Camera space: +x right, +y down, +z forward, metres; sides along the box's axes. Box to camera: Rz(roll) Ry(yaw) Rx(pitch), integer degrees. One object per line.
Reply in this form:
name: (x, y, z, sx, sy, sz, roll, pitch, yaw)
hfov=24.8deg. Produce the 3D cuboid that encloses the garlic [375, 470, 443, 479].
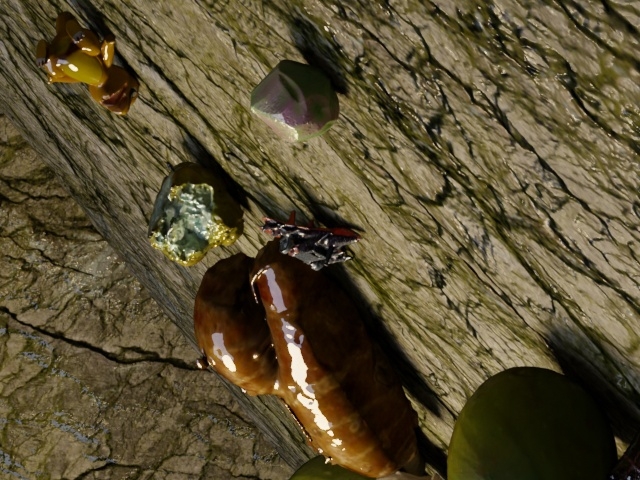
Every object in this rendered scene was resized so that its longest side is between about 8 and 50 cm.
garlic: (0.172, 0.460, 2.284, 0.229, 0.143, 0.178, 23, 156, -10)

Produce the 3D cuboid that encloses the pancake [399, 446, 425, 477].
pancake: (0.031, 0.255, 2.388, 0.387, 0.082, 0.387, 42, 169, 10)

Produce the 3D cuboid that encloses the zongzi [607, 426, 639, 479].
zongzi: (0.332, 0.231, 1.409, 0.083, 0.067, 0.073, 14, 139, 39)

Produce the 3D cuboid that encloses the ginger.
ginger: (-0.027, 0.177, 2.061, 0.254, 0.176, 0.418, -17, 121, 36)

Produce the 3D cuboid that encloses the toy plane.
toy plane: (-0.002, 0.003, 1.819, 0.130, 0.061, 0.189, 29, 174, -26)

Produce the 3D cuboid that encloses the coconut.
coconut: (-0.021, -0.139, 1.449, 0.082, 0.081, 0.083, 43, -155, -19)

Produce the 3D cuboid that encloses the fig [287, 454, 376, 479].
fig: (0.070, 0.510, 2.571, 0.316, 0.316, 0.316, 45, 167, 14)

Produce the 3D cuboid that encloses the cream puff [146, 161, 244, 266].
cream puff: (-0.182, -0.037, 2.154, 0.156, 0.156, 0.121, 51, -162, -8)

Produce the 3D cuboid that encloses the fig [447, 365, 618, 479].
fig: (0.219, 0.231, 1.465, 0.181, 0.181, 0.191, 61, -179, -44)

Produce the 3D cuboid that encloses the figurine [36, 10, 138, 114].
figurine: (-0.332, -0.261, 2.122, 0.176, 0.121, 0.122, 47, -161, -39)
